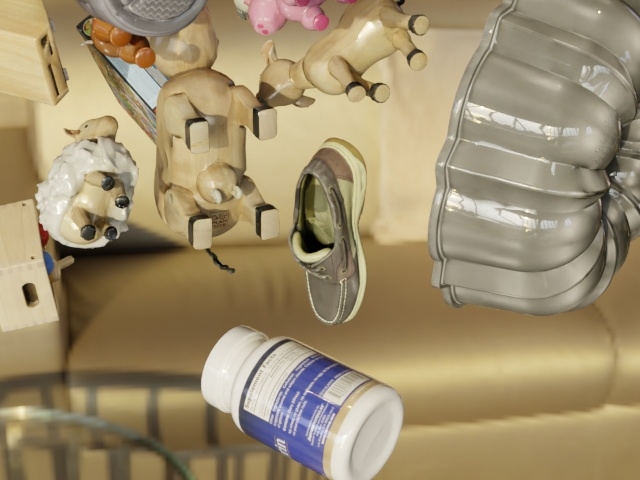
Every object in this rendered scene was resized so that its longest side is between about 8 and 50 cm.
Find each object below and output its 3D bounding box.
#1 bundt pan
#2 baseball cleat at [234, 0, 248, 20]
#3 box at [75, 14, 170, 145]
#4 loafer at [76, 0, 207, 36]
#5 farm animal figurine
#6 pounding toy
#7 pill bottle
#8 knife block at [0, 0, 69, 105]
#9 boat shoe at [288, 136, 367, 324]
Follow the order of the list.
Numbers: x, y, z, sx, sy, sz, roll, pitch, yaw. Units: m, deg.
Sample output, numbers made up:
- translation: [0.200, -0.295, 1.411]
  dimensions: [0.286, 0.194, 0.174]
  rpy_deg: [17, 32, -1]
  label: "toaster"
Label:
- translation: [0.219, -0.078, 1.334]
  dimensions: [0.124, 0.331, 0.331]
  rpy_deg: [20, 27, 22]
  label: "bundt pan"
- translation: [-0.046, -0.376, 2.027]
  dimensions: [0.072, 0.206, 0.109]
  rpy_deg: [42, -10, 4]
  label: "baseball cleat"
- translation: [-0.197, -0.162, 1.809]
  dimensions: [0.044, 0.233, 0.159]
  rpy_deg: [-41, 74, -7]
  label: "box"
- translation: [-0.087, -0.266, 0.848]
  dimensions: [0.109, 0.303, 0.095]
  rpy_deg: [10, 7, -37]
  label: "loafer"
- translation: [-0.088, -0.140, 1.461]
  dimensions: [0.330, 0.327, 0.172]
  rpy_deg: [7, 18, -29]
  label: "farm animal figurine"
- translation: [-0.356, 0.031, 1.906]
  dimensions: [0.100, 0.141, 0.130]
  rpy_deg: [-12, 47, -7]
  label: "pounding toy"
- translation: [-0.029, 0.224, 2.157]
  dimensions: [0.264, 0.153, 0.153]
  rpy_deg: [24, 30, 31]
  label: "pill bottle"
- translation: [-0.403, -0.221, 1.578]
  dimensions: [0.242, 0.088, 0.276]
  rpy_deg: [-19, 46, -9]
  label: "knife block"
- translation: [0.001, 0.000, 1.620]
  dimensions: [0.080, 0.223, 0.073]
  rpy_deg: [29, 42, 32]
  label: "boat shoe"
